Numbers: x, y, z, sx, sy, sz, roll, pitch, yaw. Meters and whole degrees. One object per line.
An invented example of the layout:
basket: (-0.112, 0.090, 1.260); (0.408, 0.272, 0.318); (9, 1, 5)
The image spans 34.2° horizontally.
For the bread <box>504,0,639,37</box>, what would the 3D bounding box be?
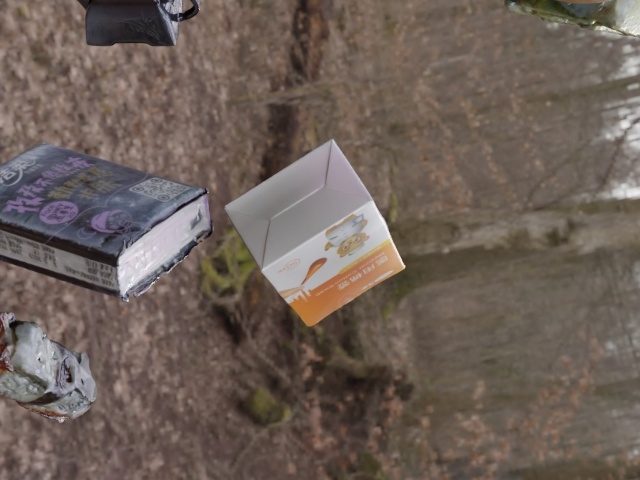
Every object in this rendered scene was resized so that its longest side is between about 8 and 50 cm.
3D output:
bread: (0.602, -0.575, 2.282); (0.264, 0.395, 0.239); (-25, 131, -63)

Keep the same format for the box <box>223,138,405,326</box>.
box: (0.000, 0.000, 1.823); (0.143, 0.225, 0.341); (58, 0, 24)

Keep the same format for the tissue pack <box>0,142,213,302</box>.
tissue pack: (-0.396, -0.044, 1.727); (0.259, 0.361, 0.122); (-45, 143, -50)

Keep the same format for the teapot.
teapot: (-0.245, -0.315, 1.343); (0.096, 0.177, 0.087); (88, 5, -53)

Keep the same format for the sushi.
sushi: (-0.512, 0.238, 1.896); (0.332, 0.130, 0.124); (48, 25, -57)

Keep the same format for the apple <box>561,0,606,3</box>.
apple: (0.394, -0.508, 1.460); (0.338, 0.305, 0.338); (44, -38, 48)
